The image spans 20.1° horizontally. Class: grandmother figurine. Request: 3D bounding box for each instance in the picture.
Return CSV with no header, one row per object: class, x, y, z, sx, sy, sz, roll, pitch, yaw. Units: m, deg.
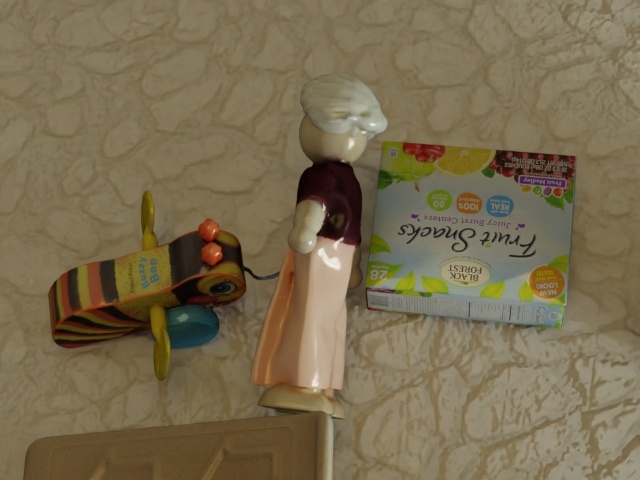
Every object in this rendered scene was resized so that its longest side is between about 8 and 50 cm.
grandmother figurine,0.000,0.000,1.793,0.104,0.208,0.342,7,82,5

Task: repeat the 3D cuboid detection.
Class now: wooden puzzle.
wooden puzzle,-0.138,0.336,1.721,0.347,0.080,0.322,-9,64,22

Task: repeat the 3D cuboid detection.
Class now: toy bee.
toy bee,-0.141,0.027,1.843,0.298,0.162,0.195,-28,65,-9

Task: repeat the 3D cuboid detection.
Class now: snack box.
snack box,0.158,-0.007,1.887,0.207,0.070,0.175,5,66,8
